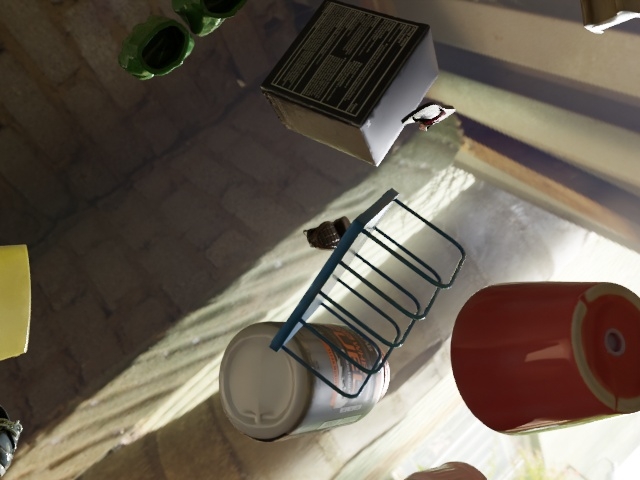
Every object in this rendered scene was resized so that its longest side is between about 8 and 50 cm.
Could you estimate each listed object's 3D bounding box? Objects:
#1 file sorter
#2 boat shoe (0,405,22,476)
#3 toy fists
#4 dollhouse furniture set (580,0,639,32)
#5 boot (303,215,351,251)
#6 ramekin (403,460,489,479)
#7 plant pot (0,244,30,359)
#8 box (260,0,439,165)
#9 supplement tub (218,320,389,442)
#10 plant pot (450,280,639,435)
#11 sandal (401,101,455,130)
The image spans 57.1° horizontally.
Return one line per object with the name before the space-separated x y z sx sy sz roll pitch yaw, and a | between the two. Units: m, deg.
file sorter | 0.050 0.056 0.591 0.104 0.170 0.118 38 29 8
boat shoe | -0.676 0.394 1.207 0.319 0.099 0.116 -9 -56 54
toy fists | -0.253 -0.402 1.089 0.142 0.279 0.096 32 -15 49
dollhouse furniture set | 0.391 -0.185 0.487 0.286 0.198 0.303 -14 -99 52
boot | 0.000 0.000 1.453 0.082 0.106 0.219 67 24 0
ramekin | 0.245 0.589 1.186 0.127 0.272 0.273 8 3 -22
plant pot | -0.619 0.132 0.981 0.212 0.212 0.187 -13 84 -74
box | 0.075 -0.378 1.397 0.294 0.296 0.182 28 -12 29
supplement tub | -0.013 0.244 1.056 0.193 0.193 0.316 42 15 30
plant pot | 0.392 0.183 0.968 0.275 0.275 0.243 51 -28 -4
sandal | 0.234 -0.256 1.229 0.067 0.179 0.040 -30 -100 41
